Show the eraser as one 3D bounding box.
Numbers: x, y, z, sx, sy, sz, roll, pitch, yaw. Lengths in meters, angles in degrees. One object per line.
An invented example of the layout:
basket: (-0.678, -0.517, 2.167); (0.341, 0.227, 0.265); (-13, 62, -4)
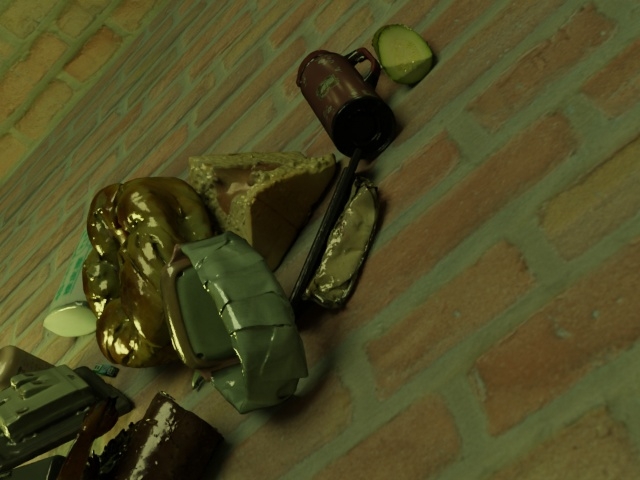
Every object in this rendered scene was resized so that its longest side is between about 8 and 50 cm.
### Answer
eraser: (-0.520, 0.071, 1.835); (0.189, 0.104, 0.289); (-29, 38, 40)

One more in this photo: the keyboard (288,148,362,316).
keyboard: (0.000, 0.000, 1.261); (0.101, 0.018, 0.309); (121, 172, -67)

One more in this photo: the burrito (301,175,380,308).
burrito: (0.041, 0.001, 1.207); (0.063, 0.058, 0.229); (-11, 48, 54)

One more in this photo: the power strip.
power strip: (-0.515, 0.305, 1.483); (0.251, 0.092, 0.257); (-18, 18, -33)

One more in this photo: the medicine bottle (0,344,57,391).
medicine bottle: (-0.631, 0.276, 1.628); (0.114, 0.252, 0.114); (-34, 35, 28)

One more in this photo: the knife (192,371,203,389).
knife: (-0.157, 0.178, 1.321); (0.184, 0.026, 0.022); (-47, 35, 4)

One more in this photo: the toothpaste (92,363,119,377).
toothpaste: (-0.435, 0.263, 1.609); (0.083, 0.017, 0.020); (-5, 55, 50)

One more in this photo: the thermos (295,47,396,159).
thermos: (0.036, -0.275, 1.425); (0.330, 0.110, 0.136); (-116, 42, -56)

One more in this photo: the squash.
squash: (0.128, -0.349, 1.420); (0.090, 0.075, 0.200); (-39, 33, 8)

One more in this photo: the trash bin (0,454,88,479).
trash bin: (-0.449, 0.435, 1.305); (0.236, 0.177, 0.101); (-26, 43, 33)

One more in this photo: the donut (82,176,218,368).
donut: (-0.305, 0.056, 1.396); (0.360, 0.170, 0.360); (6, 98, 54)

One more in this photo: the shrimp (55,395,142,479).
shrimp: (-0.317, 0.311, 1.200); (0.290, 0.054, 0.222); (-43, -31, -62)

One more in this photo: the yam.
yam: (-0.249, 0.369, 1.159); (0.131, 0.131, 0.279); (6, 66, 55)

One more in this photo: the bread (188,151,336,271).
bread: (-0.095, -0.047, 1.416); (0.184, 0.224, 0.211); (22, 118, 52)

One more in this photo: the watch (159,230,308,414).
watch: (-0.120, 0.117, 1.139); (0.162, 0.253, 0.241); (-17, 7, -22)
